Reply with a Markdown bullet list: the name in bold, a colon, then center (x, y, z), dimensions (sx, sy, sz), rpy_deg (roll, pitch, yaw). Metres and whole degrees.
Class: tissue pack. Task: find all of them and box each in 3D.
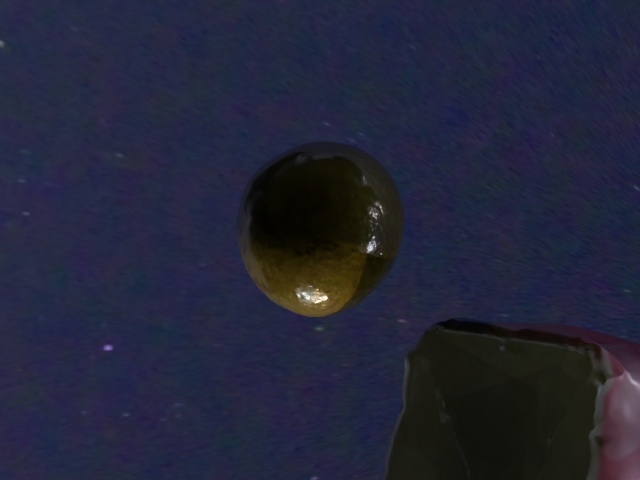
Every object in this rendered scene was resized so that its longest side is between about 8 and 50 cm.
- **tissue pack**: center (0.152, 0.148, 0.730), dimensions (0.137, 0.270, 0.209), rpy_deg (18, -84, 47)

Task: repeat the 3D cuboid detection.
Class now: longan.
- **longan**: center (0.000, 0.000, 0.678), dimensions (0.075, 0.075, 0.083), rpy_deg (13, -51, 17)
